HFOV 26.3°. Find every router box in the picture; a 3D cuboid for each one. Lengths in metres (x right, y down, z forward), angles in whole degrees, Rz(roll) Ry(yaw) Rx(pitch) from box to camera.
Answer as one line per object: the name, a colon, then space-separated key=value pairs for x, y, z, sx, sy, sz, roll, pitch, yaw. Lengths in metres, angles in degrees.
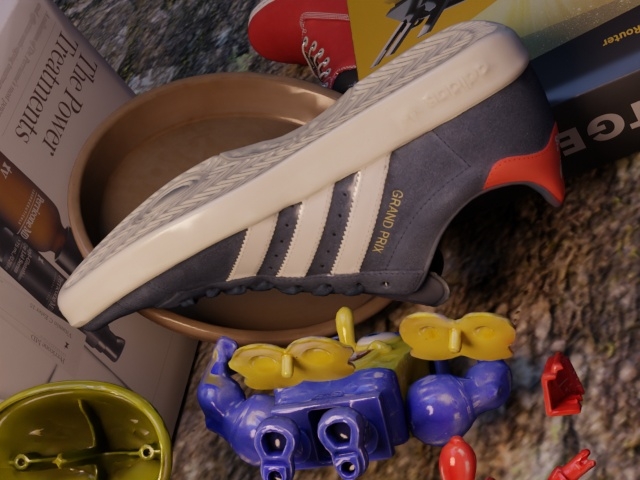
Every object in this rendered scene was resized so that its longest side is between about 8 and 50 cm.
router box: x=0.177 y=-0.165 z=1.022 sx=0.308 sy=0.081 sz=0.243 roll=-22 pitch=47 yaw=17

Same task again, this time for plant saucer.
plant saucer: x=-0.051 y=-0.024 z=1.043 sx=0.277 sy=0.041 sz=0.278 roll=4 pitch=49 yaw=-4

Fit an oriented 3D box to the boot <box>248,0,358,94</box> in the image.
boot: x=0.002 y=-0.157 z=1.238 sx=0.244 sy=0.088 sz=0.176 roll=2 pitch=52 yaw=41

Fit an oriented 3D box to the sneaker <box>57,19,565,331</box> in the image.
sneaker: x=0.000 y=0.000 z=0.898 sx=0.350 sy=0.148 sz=0.131 roll=-27 pitch=17 yaw=11

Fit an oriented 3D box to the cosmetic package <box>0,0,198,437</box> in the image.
cosmetic package: x=-0.214 y=0.020 z=1.048 sx=0.097 sy=0.284 sz=0.377 roll=-19 pitch=38 yaw=28

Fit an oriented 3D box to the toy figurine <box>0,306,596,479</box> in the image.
toy figurine: x=-0.002 y=0.134 z=0.859 sx=0.362 sy=0.191 sz=0.217 roll=-12 pitch=6 yaw=16
